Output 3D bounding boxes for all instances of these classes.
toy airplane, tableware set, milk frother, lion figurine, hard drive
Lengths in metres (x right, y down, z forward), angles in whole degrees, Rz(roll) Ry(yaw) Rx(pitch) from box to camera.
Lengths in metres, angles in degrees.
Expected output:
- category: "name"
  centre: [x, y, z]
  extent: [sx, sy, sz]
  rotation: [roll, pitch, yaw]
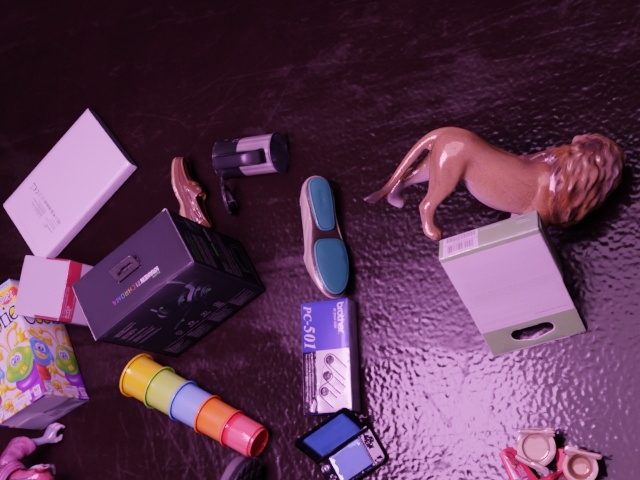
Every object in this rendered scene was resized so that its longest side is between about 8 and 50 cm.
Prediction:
- category: "toy airplane"
  centre: [0.358, 0.390, 1.505]
  extent: [0.151, 0.028, 0.151]
  rotation: [-4, 80, 22]
- category: "tableware set"
  centre: [0.366, 0.384, 1.475]
  extent: [0.141, 0.020, 0.168]
  rotation: [14, 88, 24]
- category: "milk frother"
  centre: [-0.140, -0.133, 1.871]
  extent: [0.135, 0.129, 0.143]
  rotation: [-5, 117, 26]
- category: "lion figurine"
  centre: [0.291, -0.103, 1.538]
  extent: [0.392, 0.142, 0.240]
  rotation: [16, 116, -9]
- category: "hard drive"
  centre: [-0.570, -0.123, 2.106]
  extent: [0.307, 0.040, 0.203]
  rotation: [-46, 62, 9]

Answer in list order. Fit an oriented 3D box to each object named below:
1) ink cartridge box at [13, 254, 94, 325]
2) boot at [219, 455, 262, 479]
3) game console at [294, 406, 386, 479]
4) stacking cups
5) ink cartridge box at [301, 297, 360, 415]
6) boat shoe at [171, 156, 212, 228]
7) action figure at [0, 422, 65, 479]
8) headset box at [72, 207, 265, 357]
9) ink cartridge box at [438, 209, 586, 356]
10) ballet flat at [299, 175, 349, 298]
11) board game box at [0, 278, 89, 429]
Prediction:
- category: "ink cartridge box"
  centre: [-0.521, 0.111, 1.942]
  extent: [0.128, 0.176, 0.127]
  rotation: [4, 81, 28]
- category: "boot"
  centre: [-0.262, 0.519, 1.733]
  extent: [0.223, 0.118, 0.338]
  rotation: [25, 90, 31]
- category: "game console"
  centre: [0.035, 0.374, 1.649]
  extent: [0.122, 0.071, 0.107]
  rotation: [-38, 63, 14]
- category: "stacking cups"
  centre: [-0.246, 0.327, 1.793]
  extent: [0.316, 0.096, 0.096]
  rotation: [25, 89, 29]
- category: "ink cartridge box"
  centre: [0.018, 0.215, 1.714]
  extent: [0.097, 0.046, 0.207]
  rotation: [-10, 72, 24]
- category: "boat shoe"
  centre: [-0.265, -0.094, 1.934]
  extent: [0.060, 0.064, 0.178]
  rotation: [-18, 75, 16]
- category: "action figure"
  centre: [-0.673, 0.494, 1.876]
  extent: [0.370, 0.276, 0.248]
  rotation: [-25, 60, 34]
- category: "headset box"
  centre: [-0.289, 0.089, 1.768]
  extent: [0.246, 0.283, 0.131]
  rotation: [-38, 63, 14]
- category: "ink cartridge box"
  centre: [0.318, 0.075, 1.532]
  extent: [0.171, 0.235, 0.056]
  rotation: [-19, 34, 22]
- category: "ballet flat"
  centre: [0.000, 0.000, 1.770]
  extent: [0.086, 0.086, 0.248]
  rotation: [-15, 69, 23]
- category: "board game box"
  centre: [-0.626, 0.243, 1.977]
  extent: [0.144, 0.142, 0.275]
  rotation: [-33, 64, 15]
